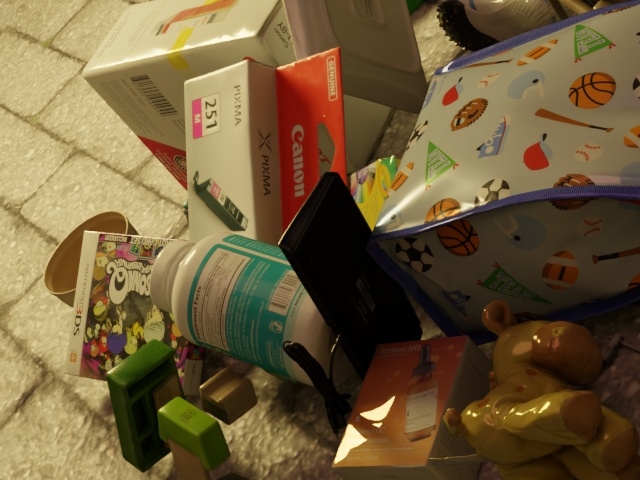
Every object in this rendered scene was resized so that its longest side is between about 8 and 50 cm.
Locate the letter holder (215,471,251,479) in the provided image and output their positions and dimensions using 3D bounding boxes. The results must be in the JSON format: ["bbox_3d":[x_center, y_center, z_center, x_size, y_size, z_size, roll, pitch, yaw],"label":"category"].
[{"bbox_3d":[-0.044,0.400,1.494,0.152,0.214,0.302,-23,20,-34],"label":"letter holder"}]

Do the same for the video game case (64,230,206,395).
[{"bbox_3d":[-0.251,0.098,1.997,0.232,0.042,0.210,6,87,36],"label":"video game case"}]

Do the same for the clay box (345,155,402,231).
[{"bbox_3d":[0.066,-0.023,1.781,0.222,0.053,0.127,158,111,-65],"label":"clay box"}]

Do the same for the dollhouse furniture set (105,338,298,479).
[{"bbox_3d":[-0.092,0.184,1.839,0.197,0.151,0.301,26,48,37],"label":"dollhouse furniture set"}]

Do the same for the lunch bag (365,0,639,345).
[{"bbox_3d":[0.293,-0.083,1.612,0.385,0.239,0.328,-21,36,39],"label":"lunch bag"}]

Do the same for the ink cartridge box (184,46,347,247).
[{"bbox_3d":[-0.073,-0.098,1.855,0.239,0.060,0.275,-13,76,43],"label":"ink cartridge box"}]

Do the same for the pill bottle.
[{"bbox_3d":[-0.076,0.075,1.730,0.264,0.146,0.146,17,62,30],"label":"pill bottle"}]

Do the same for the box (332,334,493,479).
[{"bbox_3d":[0.111,0.202,1.592,0.130,0.091,0.170,-10,45,38],"label":"box"}]

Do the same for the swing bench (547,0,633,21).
[{"bbox_3d":[0.440,-0.338,1.817,0.253,0.165,0.255,-43,34,-3],"label":"swing bench"}]

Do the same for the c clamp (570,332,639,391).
[{"bbox_3d":[0.265,0.153,1.557,0.160,0.022,0.137,-45,34,-8],"label":"c clamp"}]

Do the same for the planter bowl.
[{"bbox_3d":[-0.324,0.050,2.181,0.162,0.109,0.162,-25,37,21],"label":"planter bowl"}]

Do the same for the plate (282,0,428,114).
[{"bbox_3d":[0.048,-0.325,2.001,0.045,0.278,0.277,-26,69,36],"label":"plate"}]

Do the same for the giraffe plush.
[{"bbox_3d":[0.225,0.154,1.452,0.210,0.181,0.170,0,50,24],"label":"giraffe plush"}]

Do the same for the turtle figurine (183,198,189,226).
[{"bbox_3d":[-0.164,0.038,2.036,0.234,0.118,0.175,-24,76,28],"label":"turtle figurine"}]

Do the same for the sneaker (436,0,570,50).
[{"bbox_3d":[0.263,-0.325,2.067,0.086,0.085,0.237,-30,20,-34],"label":"sneaker"}]

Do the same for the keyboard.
[{"bbox_3d":[0.024,0.090,1.609,0.033,0.317,0.201,8,56,33],"label":"keyboard"}]

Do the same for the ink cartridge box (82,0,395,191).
[{"bbox_3d":[-0.118,-0.230,2.145,0.385,0.279,0.160,-3,47,43],"label":"ink cartridge box"}]

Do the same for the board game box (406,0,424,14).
[{"bbox_3d":[0.060,-0.434,2.392,0.242,0.064,0.316,-43,34,-3],"label":"board game box"}]
